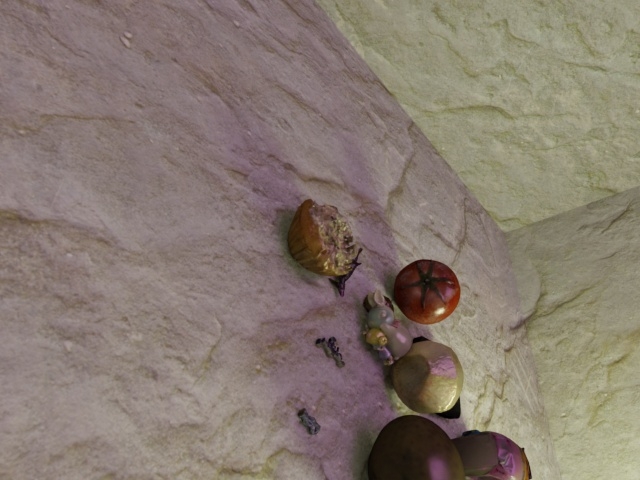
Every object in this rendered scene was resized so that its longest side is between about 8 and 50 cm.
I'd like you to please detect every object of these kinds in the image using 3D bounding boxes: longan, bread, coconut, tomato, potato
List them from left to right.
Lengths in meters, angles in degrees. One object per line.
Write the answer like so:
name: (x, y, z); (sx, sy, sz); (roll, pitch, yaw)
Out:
bread: (0.000, 0.000, 1.549); (0.274, 0.149, 0.274); (41, 34, -35)
potato: (0.245, 0.257, 1.803); (0.172, 0.089, 0.100); (53, 32, -19)
longan: (0.277, 0.686, 1.392); (0.288, 0.288, 0.350); (27, 47, -46)
tomato: (0.428, 0.210, 1.958); (0.265, 0.265, 0.265); (34, 44, -41)
coconut: (0.383, 0.484, 1.730); (0.259, 0.259, 0.259); (34, 44, -41)

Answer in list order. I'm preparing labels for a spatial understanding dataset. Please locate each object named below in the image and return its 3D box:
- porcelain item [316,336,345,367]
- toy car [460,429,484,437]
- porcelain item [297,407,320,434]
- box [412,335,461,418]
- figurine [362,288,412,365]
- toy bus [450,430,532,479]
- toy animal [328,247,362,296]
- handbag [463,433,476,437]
porcelain item: (0.036, 0.330, 1.508); (0.136, 0.021, 0.075); (49, 32, -27)
toy car: (0.659, 0.859, 2.026); (0.191, 0.097, 0.100); (57, 27, -16)
porcelain item: (-0.029, 0.489, 1.302); (0.036, 0.028, 0.083); (-45, 111, -39)
box: (0.467, 0.556, 1.958); (0.289, 0.073, 0.290); (32, 46, -42)
figurine: (0.211, 0.299, 1.694); (0.155, 0.127, 0.235); (-38, 101, -21)
toy bus: (0.450, 0.723, 1.533); (0.162, 0.386, 0.171); (42, 38, -27)
toy animal: (0.086, 0.104, 1.687); (0.105, 0.070, 0.202); (14, 55, 0)
handbag: (0.622, 0.863, 1.819); (0.302, 0.149, 0.283); (68, -2, -82)
